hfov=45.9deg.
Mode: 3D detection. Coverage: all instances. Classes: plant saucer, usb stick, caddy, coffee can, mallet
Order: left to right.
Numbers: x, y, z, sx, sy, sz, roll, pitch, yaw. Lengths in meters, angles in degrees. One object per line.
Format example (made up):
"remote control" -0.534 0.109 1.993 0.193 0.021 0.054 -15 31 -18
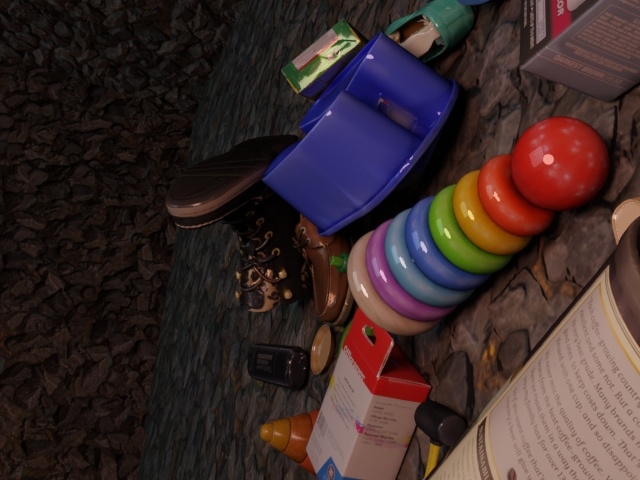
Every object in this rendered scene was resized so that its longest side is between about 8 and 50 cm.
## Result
"usb stick" -0.085 0.236 1.437 0.278 0.045 0.077 164 112 -68
"plant saucer" 0.006 0.183 1.260 0.083 0.015 0.083 -165 90 -71
"caddy" 0.064 -0.135 1.095 0.241 0.179 0.341 -58 11 -23
"mallet" 0.124 0.276 0.838 0.062 0.039 0.189 174 104 -68
"coffee can" 0.194 0.149 0.462 0.201 0.201 0.275 -99 30 -50

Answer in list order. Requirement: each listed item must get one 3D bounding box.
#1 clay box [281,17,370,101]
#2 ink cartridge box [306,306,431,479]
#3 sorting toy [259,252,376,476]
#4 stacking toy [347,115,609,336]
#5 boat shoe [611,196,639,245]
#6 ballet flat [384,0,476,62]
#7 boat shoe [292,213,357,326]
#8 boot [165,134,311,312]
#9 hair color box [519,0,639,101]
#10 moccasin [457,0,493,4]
"clay box" 0.031 -0.284 1.247 0.127 0.053 0.222 -37 -7 15
"ink cartridge box" 0.064 0.212 0.976 0.134 0.078 0.231 -130 57 -67
"sorting toy" 0.008 0.176 1.093 0.127 0.126 0.365 -132 58 -68
"stacking toy" 0.164 -0.021 0.804 0.330 0.141 0.141 -45 35 48
"boat shoe" 0.262 0.021 0.584 0.170 0.059 0.063 -99 30 -49
"ballet flat" 0.131 -0.293 1.128 0.087 0.083 0.247 -38 8 -23
"boat shoe" 0.000 0.000 1.275 0.111 0.104 0.307 127 151 -48
"boot" -0.118 -0.011 1.293 0.377 0.138 0.284 -52 -42 -63
"hair color box" 0.313 -0.289 0.590 0.374 0.114 0.185 140 141 -58
"moccasin" 0.218 -0.477 0.955 0.117 0.138 0.342 -36 -50 -59
